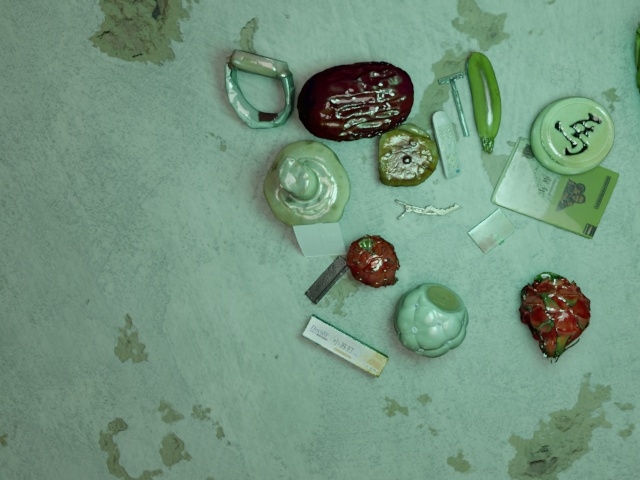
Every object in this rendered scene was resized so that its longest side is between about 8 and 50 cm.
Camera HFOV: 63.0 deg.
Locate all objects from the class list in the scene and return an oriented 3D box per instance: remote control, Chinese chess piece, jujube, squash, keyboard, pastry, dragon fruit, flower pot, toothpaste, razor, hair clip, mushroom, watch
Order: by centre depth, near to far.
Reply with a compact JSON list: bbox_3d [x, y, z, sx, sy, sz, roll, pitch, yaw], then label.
[{"bbox_3d":[0.804,-0.334,1.671,0.250,0.101,0.250,0,88,5],"label":"Chinese chess piece"},{"bbox_3d":[0.750,0.252,1.694,0.234,0.234,0.293,9,92,6],"label":"dragon fruit"},{"bbox_3d":[-0.058,-0.177,1.699,0.314,0.336,0.314,0,90,13],"label":"mushroom"},{"bbox_3d":[0.111,-0.451,1.703,0.377,0.258,0.258,-4,95,1],"label":"jujube"},{"bbox_3d":[0.547,-0.454,1.716,0.095,0.094,0.340,-9,92,8],"label":"squash"},{"bbox_3d":[0.367,0.260,1.732,0.246,0.246,0.195,23,123,5],"label":"flower pot"},{"bbox_3d":[0.466,-0.451,1.752,0.084,0.036,0.211,-16,93,11],"label":"razor"},{"bbox_3d":[0.282,-0.280,1.760,0.218,0.100,0.229,38,98,3],"label":"pastry"},{"bbox_3d":[0.421,-0.323,1.766,0.073,0.044,0.229,-20,100,-25],"label":"remote control"},{"bbox_3d":[0.176,0.071,1.774,0.172,0.172,0.209,-29,111,9],"label":"dragon fruit"},{"bbox_3d":[-0.207,-0.507,1.791,0.253,0.162,0.241,18,110,8],"label":"watch"},{"bbox_3d":[0.371,-0.101,1.800,0.226,0.034,0.072,4,100,5],"label":"hair clip"},{"bbox_3d":[0.088,0.375,1.868,0.313,0.071,0.089,29,94,4],"label":"toothpaste"},{"bbox_3d":[0.027,0.142,1.878,0.060,0.018,0.195,43,99,9],"label":"keyboard"}]

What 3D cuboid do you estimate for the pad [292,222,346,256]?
[{"bbox_3d":[0.000,0.000,1.777,0.156,0.232,0.004,-4,61,8],"label":"pad"}]

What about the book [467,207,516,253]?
[{"bbox_3d":[0.590,-0.030,1.786,0.135,0.017,0.103,-40,89,9],"label":"book"}]

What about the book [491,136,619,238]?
[{"bbox_3d":[0.779,-0.176,1.739,0.352,0.035,0.239,22,95,5],"label":"book"}]

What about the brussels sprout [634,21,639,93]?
[{"bbox_3d":[1.140,-0.503,1.503,0.361,0.342,0.425,-15,94,10],"label":"brussels sprout"}]
